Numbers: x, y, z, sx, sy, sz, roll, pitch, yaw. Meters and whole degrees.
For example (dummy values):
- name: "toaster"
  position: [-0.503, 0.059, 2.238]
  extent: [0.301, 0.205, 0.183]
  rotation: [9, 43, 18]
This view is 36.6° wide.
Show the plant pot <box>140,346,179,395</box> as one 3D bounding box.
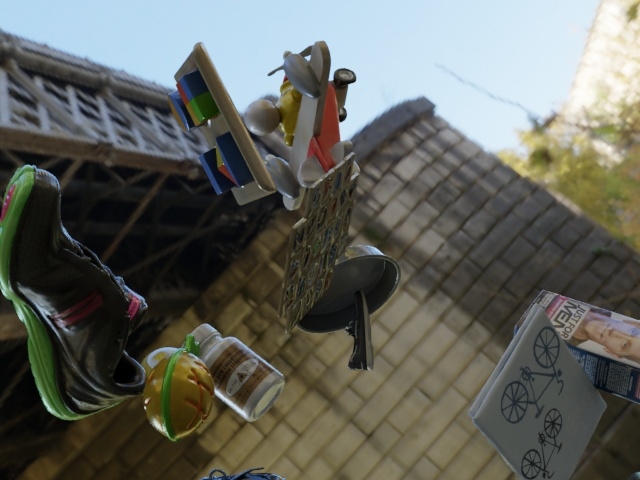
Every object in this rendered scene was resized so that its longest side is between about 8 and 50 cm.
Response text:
- name: "plant pot"
  position: [-0.321, 0.292, 2.073]
  extent: [0.134, 0.134, 0.095]
  rotation: [-44, 4, -18]

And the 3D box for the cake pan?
- name: "cake pan"
  position: [0.055, 0.117, 2.362]
  extent: [0.293, 0.054, 0.293]
  rotation: [-19, -36, -14]

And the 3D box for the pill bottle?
- name: "pill bottle"
  position: [-0.205, 0.296, 2.211]
  extent: [0.131, 0.229, 0.131]
  rotation: [-47, -19, -22]

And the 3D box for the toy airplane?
- name: "toy airplane"
  position: [-0.048, -0.263, 2.311]
  extent: [0.384, 0.272, 0.386]
  rotation: [-163, 78, -80]

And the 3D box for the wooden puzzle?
- name: "wooden puzzle"
  position: [-0.220, -0.220, 1.998]
  extent: [0.080, 0.322, 0.348]
  rotation: [-28, 6, -12]

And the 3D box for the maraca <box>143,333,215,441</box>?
- name: "maraca"
  position: [-0.201, 0.215, 1.417]
  extent: [0.186, 0.099, 0.127]
  rotation: [-70, -19, -66]

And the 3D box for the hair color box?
- name: "hair color box"
  position: [0.637, 0.245, 2.229]
  extent: [0.174, 0.347, 0.105]
  rotation: [-41, -40, -44]

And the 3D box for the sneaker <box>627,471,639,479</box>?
- name: "sneaker"
  position: [0.544, 0.490, 1.766]
  extent: [0.065, 0.076, 0.166]
  rotation: [-108, 29, -58]

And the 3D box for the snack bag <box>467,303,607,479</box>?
- name: "snack bag"
  position: [0.478, 0.364, 2.079]
  extent: [0.037, 0.342, 0.323]
  rotation: [-5, 40, 51]

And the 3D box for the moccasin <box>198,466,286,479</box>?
- name: "moccasin"
  position: [-0.210, 0.526, 1.881]
  extent: [0.342, 0.117, 0.138]
  rotation: [-30, 42, 33]

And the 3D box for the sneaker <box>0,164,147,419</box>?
- name: "sneaker"
  position: [-0.384, 0.078, 1.543]
  extent: [0.202, 0.185, 0.483]
  rotation: [-8, -51, -2]

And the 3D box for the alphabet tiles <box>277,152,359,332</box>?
- name: "alphabet tiles"
  position: [0.000, 0.000, 1.783]
  extent: [0.342, 0.011, 0.285]
  rotation: [-44, -33, -61]

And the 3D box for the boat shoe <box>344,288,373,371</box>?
- name: "boat shoe"
  position: [0.088, 0.214, 2.319]
  extent: [0.065, 0.206, 0.075]
  rotation: [-8, -24, 9]
